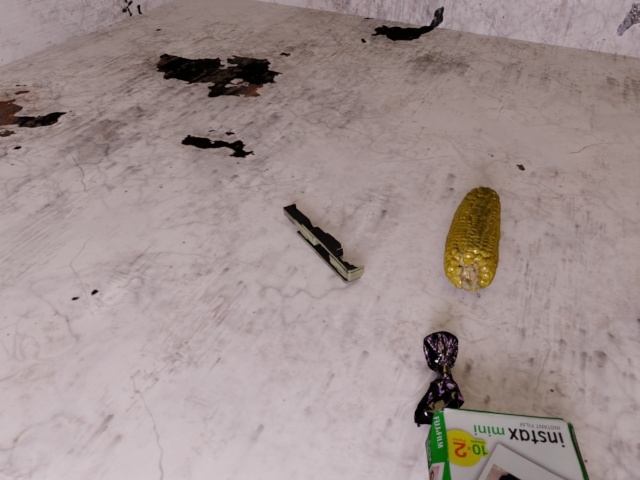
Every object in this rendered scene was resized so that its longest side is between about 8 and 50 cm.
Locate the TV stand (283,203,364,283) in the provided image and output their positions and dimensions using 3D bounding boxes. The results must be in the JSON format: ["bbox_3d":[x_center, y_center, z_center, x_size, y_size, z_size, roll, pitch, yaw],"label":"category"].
[{"bbox_3d":[0.000,0.000,1.097,0.036,0.042,0.249,-21,42,-25],"label":"TV stand"}]

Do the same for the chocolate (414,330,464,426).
[{"bbox_3d":[0.177,0.206,0.822,0.070,0.072,0.147,37,40,-23],"label":"chocolate"}]

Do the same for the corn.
[{"bbox_3d":[0.296,-0.012,1.083,0.101,0.101,0.310,12,39,12],"label":"corn"}]

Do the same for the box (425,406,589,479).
[{"bbox_3d":[0.215,0.315,0.634,0.180,0.103,0.250,5,37,2],"label":"box"}]
